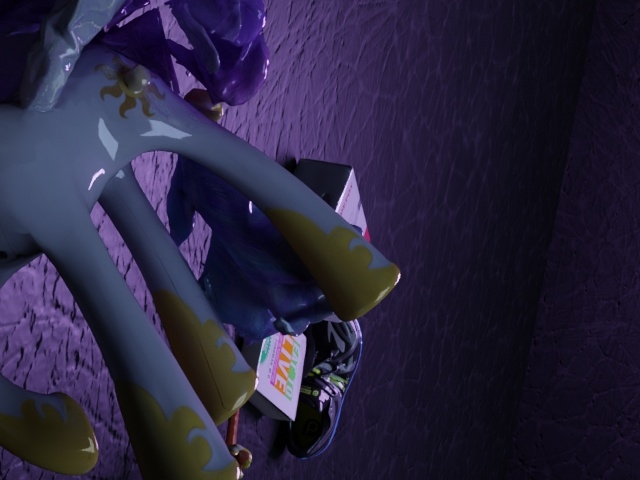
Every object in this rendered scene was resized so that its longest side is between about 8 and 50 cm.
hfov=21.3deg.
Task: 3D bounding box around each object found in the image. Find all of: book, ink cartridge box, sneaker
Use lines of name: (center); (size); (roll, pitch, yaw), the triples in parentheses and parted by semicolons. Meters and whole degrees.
book: (-0.052, 0.123, 1.765); (0.144, 0.035, 0.096); (54, 46, -66)
ink cartridge box: (0.000, 0.000, 1.786); (0.150, 0.063, 0.109); (73, 33, -57)
sneaker: (0.000, 0.155, 1.883); (0.078, 0.067, 0.188); (-27, 130, -77)

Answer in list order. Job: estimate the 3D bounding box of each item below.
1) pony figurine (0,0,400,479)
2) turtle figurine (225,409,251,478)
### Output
pony figurine: (-0.126, -0.070, 0.895); (0.363, 0.303, 0.351); (51, 45, -9)
turtle figurine: (-0.101, 0.266, 1.480); (0.087, 0.217, 0.269); (29, 81, -32)
